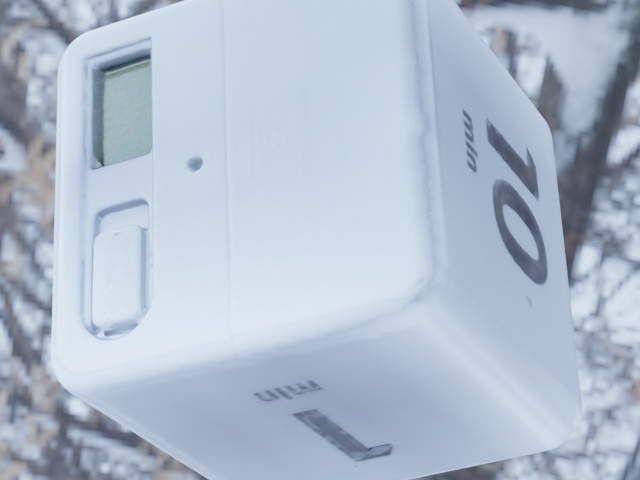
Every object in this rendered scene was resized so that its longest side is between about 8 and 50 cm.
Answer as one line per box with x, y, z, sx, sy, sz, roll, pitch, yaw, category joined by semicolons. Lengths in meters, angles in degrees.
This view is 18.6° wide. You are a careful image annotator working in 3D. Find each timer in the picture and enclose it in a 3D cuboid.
0.000;0.000;0.946;0.194;0.192;0.195;-15;150;22;timer
